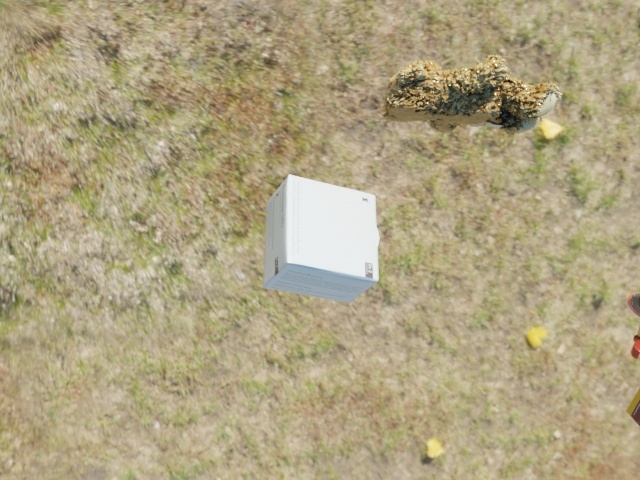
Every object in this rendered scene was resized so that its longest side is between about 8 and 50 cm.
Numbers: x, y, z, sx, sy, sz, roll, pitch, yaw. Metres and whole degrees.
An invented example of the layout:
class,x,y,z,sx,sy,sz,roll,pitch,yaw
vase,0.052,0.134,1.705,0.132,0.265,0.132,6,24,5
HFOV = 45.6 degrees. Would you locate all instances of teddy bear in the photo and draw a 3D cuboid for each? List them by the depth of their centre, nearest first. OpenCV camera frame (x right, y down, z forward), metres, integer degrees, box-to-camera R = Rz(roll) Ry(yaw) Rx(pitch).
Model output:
class,x,y,z,sx,sy,sz,roll,pitch,yaw
teddy bear,0.292,-0.282,1.476,0.338,0.245,0.113,3,80,12

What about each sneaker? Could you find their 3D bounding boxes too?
class,x,y,z,sx,sy,sz,roll,pitch,yaw
sneaker,0.725,0.168,1.611,0.158,0.065,0.061,39,73,5

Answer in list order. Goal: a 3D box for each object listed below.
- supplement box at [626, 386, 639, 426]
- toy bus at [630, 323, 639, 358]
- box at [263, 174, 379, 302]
class,x,y,z,sx,sy,sz,roll,pitch,yaw
supplement box,0.802,0.376,1.603,0.194,0.191,0.129,3,121,-22
toy bus,0.838,0.195,1.856,0.104,0.202,0.191,17,109,18
box,0.000,0.000,1.376,0.182,0.119,0.181,12,60,-22
